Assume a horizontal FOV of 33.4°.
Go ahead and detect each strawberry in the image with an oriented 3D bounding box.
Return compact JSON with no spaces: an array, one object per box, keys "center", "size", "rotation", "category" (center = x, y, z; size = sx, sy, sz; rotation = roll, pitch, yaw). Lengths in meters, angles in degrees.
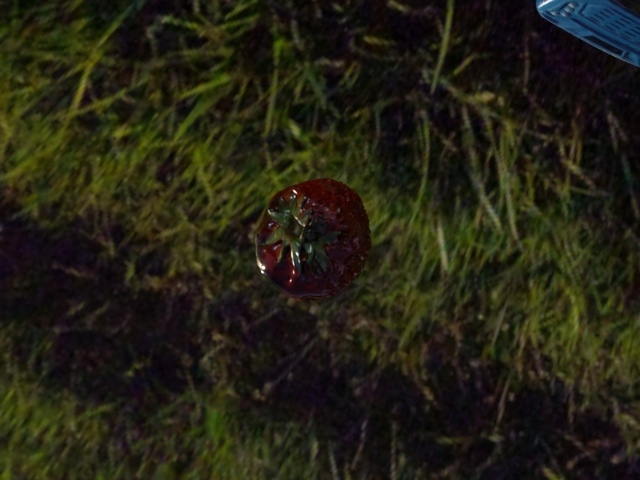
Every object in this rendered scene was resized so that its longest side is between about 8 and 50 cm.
[{"center":[-0.001,0.000,0.857],"size":[0.106,0.106,0.106],"rotation":[15,137,15],"category":"strawberry"}]

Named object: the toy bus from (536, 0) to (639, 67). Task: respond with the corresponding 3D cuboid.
[{"center":[0.234,-0.242,0.674],"size":[0.113,0.246,0.134],"rotation":[22,170,-18],"category":"toy bus"}]
